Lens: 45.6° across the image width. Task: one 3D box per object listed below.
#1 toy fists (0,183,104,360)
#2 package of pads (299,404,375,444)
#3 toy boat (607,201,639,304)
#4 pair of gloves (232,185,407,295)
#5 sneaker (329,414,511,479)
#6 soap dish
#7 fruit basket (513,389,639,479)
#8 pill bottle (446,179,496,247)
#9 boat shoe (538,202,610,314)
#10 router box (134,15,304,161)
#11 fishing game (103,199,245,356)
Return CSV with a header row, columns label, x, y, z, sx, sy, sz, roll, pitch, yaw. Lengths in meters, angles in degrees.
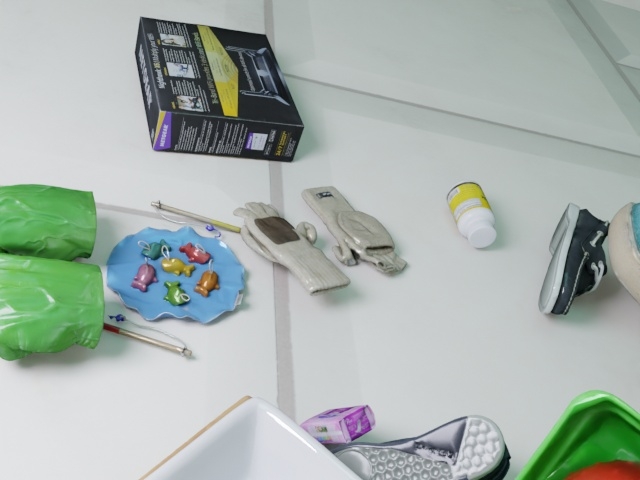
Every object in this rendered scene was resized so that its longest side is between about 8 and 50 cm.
label,x,y,z,sx,sy,sz,roll,pitch,yaw
toy fists,-0.343,0.028,0.905,0.142,0.096,0.279,8,38,-26
package of pads,0.019,0.211,0.869,0.050,0.083,0.032,-20,87,-38
toy boat,0.570,0.092,1.177,0.267,0.148,0.318,36,43,-25
pair of gloves,0.000,0.000,1.135,0.204,0.042,0.240,40,35,27
sneaker,0.103,0.262,0.851,0.226,0.163,0.086,-18,66,12
soap dish,-0.082,0.298,0.685,0.229,0.118,0.291,35,41,20
fruit basket,0.281,0.336,0.617,0.392,0.283,0.392,31,10,-6
pill bottle,0.257,-0.043,1.289,0.065,0.065,0.116,8,41,-17
boat shoe,0.423,0.031,1.240,0.091,0.114,0.302,23,39,11
router box,-0.185,-0.268,1.332,0.243,0.081,0.309,3,42,-23
fishing game,-0.188,0.038,1.009,0.189,0.041,0.264,19,39,1
